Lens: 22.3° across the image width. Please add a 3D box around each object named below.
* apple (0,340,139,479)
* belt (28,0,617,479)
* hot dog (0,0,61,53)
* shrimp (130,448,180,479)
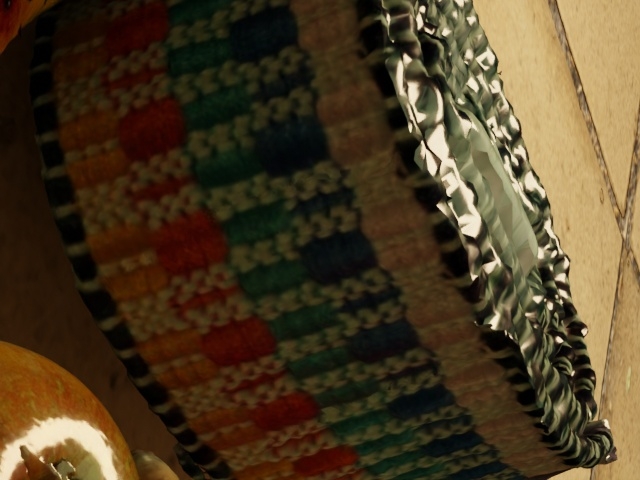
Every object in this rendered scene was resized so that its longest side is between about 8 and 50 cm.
[{"bbox_3d":[-0.106,0.083,0.443,0.099,0.102,0.114,58,43,-26],"label":"apple"},{"bbox_3d":[0.000,0.000,0.629,0.295,0.161,0.206,52,24,-57],"label":"belt"},{"bbox_3d":[-0.098,-0.148,0.497,0.270,0.082,0.162,-64,146,-49],"label":"hot dog"},{"bbox_3d":[-0.065,0.191,0.486,0.059,0.145,0.254,16,71,-29],"label":"shrimp"}]
